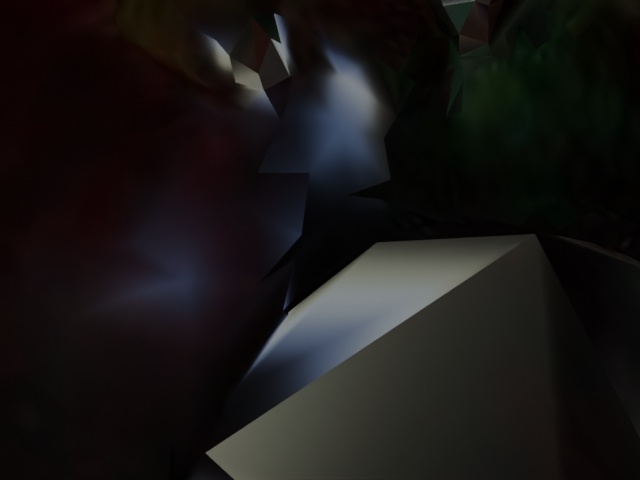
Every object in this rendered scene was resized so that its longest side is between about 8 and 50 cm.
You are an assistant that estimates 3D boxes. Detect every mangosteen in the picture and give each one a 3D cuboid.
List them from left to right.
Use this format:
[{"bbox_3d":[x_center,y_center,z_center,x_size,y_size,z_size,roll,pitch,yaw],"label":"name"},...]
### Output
[{"bbox_3d":[0.002,-0.003,0.457,0.311,0.311,0.311,2,122,3],"label":"mangosteen"}]
